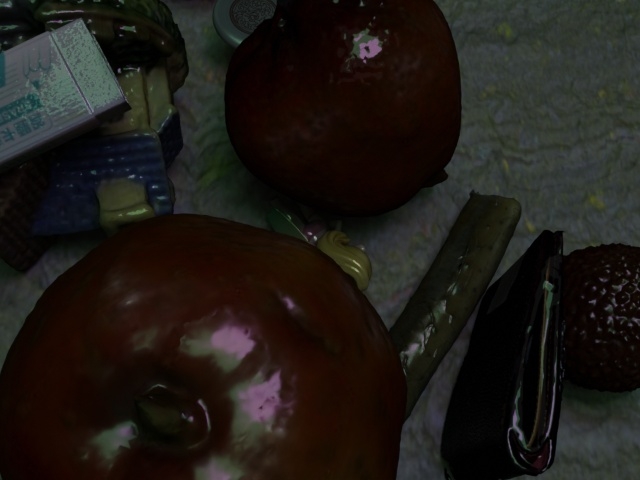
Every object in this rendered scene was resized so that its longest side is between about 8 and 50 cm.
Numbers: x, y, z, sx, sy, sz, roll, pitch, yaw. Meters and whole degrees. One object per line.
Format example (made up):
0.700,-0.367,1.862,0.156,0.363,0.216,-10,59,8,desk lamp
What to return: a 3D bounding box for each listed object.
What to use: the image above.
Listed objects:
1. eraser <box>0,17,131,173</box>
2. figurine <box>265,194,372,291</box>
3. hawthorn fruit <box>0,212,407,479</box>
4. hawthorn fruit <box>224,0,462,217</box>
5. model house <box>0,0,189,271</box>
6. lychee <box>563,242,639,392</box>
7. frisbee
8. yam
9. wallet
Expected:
-0.309,-0.122,0.724,0.225,0.052,0.095,-27,92,-6,eraser
0.000,0.000,0.944,0.083,0.083,0.187,-29,65,-20,figurine
-0.111,0.154,0.685,0.403,0.403,0.402,3,66,-8,hawthorn fruit
0.026,-0.166,0.894,0.295,0.311,0.295,-5,48,6,hawthorn fruit
-0.305,-0.125,0.845,0.321,0.261,0.266,-9,71,-6,model house
0.348,0.092,0.904,0.195,0.194,0.194,3,66,-8,lychee
-0.089,-0.297,0.994,0.110,0.014,0.110,3,67,-7,frisbee
0.148,0.084,0.928,0.083,0.083,0.371,31,66,5,yam
0.206,0.141,0.833,0.072,0.221,0.262,15,66,2,wallet
